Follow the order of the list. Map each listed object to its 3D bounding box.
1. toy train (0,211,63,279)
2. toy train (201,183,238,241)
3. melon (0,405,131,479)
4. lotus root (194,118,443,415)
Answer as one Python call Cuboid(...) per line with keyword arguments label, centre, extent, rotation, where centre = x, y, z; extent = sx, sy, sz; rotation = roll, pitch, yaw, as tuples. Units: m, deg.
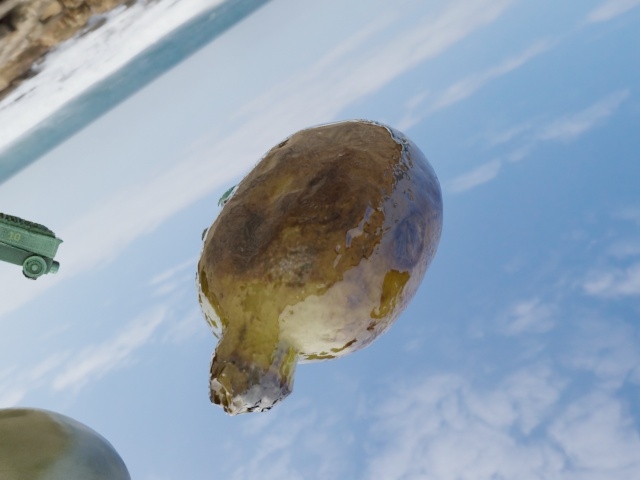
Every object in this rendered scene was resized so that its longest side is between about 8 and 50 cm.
Cuboid(label="toy train", centre=(-0.545, 0.007, 1.209), extent=(0.070, 0.172, 0.099), rotation=(13, -96, 65))
Cuboid(label="toy train", centre=(-0.035, -0.012, 0.814), extent=(0.198, 0.107, 0.154), rotation=(-20, 155, -2))
Cuboid(label="melon", centre=(-0.415, 0.364, 0.947), extent=(0.272, 0.308, 0.271), rotation=(-23, -143, 18))
Cuboid(label="lotus root", centre=(0.000, 0.000, 0.506), extent=(0.169, 0.141, 0.314), rotation=(-16, -154, 30))
